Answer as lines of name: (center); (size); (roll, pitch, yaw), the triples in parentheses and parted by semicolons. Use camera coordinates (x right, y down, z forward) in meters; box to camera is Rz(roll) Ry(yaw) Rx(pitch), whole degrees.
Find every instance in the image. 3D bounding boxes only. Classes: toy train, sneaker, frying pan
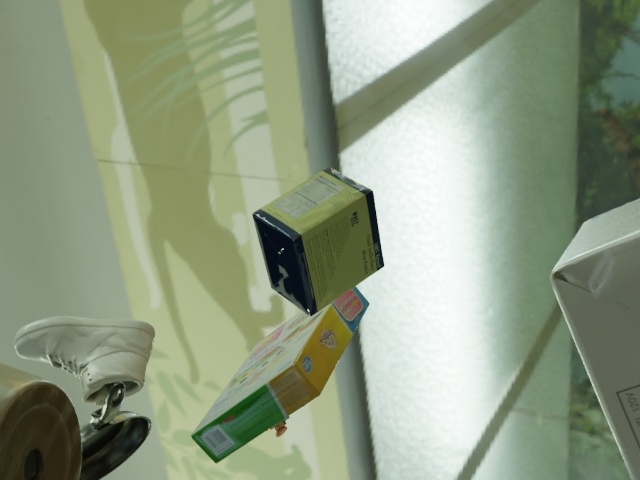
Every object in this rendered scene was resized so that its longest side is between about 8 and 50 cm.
toy train: (-0.064, 0.328, 1.770); (0.046, 0.125, 0.166); (62, 173, 22)
sneaker: (-0.489, 0.247, 1.876); (0.108, 0.292, 0.169); (83, -174, -46)
frying pan: (-0.371, 0.317, 1.474); (0.197, 0.053, 0.326); (-35, -23, -14)

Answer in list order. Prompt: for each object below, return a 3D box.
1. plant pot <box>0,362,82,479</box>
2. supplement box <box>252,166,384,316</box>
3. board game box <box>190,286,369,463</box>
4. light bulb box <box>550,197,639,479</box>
plant pot: (-0.440, 0.249, 1.058); (0.323, 0.280, 0.323); (-1, -90, -75)
supplement box: (0.000, 0.000, 0.763); (0.083, 0.056, 0.083); (-33, -47, -25)
board game box: (-0.059, 0.210, 1.557); (0.064, 0.242, 0.316); (49, -152, -6)
light bulb box: (0.371, 0.120, 0.760); (0.358, 0.225, 0.361); (68, -160, 2)
